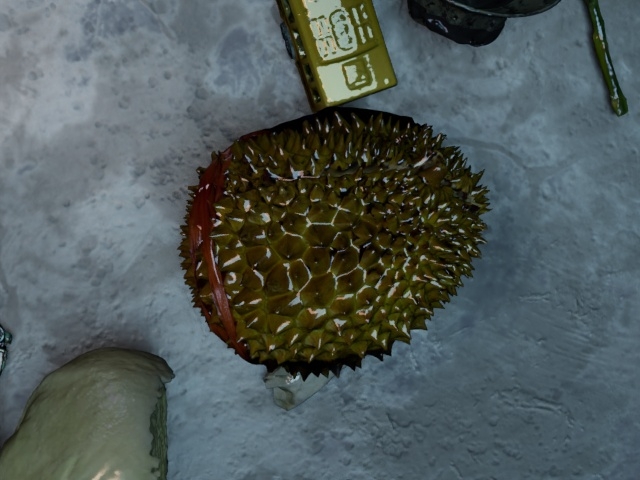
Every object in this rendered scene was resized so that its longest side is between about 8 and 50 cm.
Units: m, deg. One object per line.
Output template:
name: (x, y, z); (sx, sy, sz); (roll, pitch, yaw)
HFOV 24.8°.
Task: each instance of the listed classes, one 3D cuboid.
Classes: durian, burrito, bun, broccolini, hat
durian: (0.003, -0.002, 1.728); (0.384, 0.347, 0.347); (-32, 103, 36)
burrito: (0.034, 0.112, 1.896); (0.275, 0.059, 0.082); (-43, 117, -1)
bun: (-0.286, 0.304, 1.744); (0.202, 0.364, 0.364); (4, 97, -5)
broccolini: (0.363, -0.289, 1.911); (0.057, 0.071, 0.254); (-33, 112, -45)
hat: (0.179, -0.317, 1.817); (0.266, 0.265, 0.128); (10, 131, -9)

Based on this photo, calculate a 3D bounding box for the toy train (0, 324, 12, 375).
toy train: (-0.467, 0.128, 1.841); (0.148, 0.038, 0.071); (11, 95, -8)

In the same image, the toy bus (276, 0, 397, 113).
toy bus: (-0.007, -0.331, 1.802); (0.121, 0.123, 0.335); (-19, 99, -5)
